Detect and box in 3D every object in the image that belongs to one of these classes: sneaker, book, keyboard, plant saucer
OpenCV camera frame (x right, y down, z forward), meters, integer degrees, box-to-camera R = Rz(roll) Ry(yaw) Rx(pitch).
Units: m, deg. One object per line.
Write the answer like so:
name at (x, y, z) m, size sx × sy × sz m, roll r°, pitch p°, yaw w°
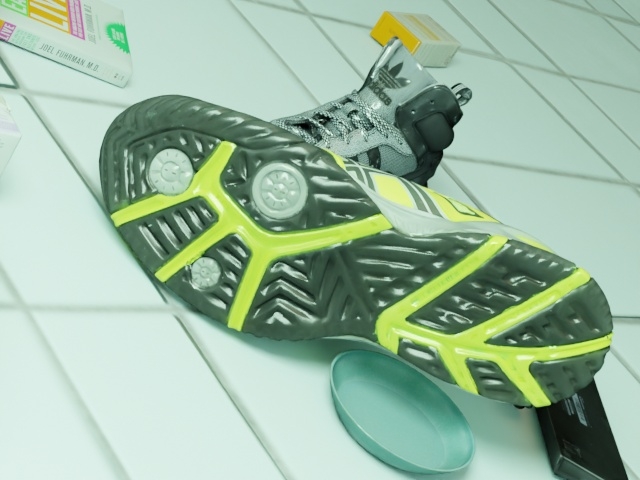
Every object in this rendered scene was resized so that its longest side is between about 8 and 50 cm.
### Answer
sneaker at (0.019, -0.098, 1.245) m, size 0.269 × 0.153 × 0.101 m, roll 2°, pitch 39°, yaw -48°
book at (-0.231, -0.186, 1.253) m, size 0.144 × 0.035 × 0.096 m, roll 20°, pitch 32°, yaw -29°
sneaker at (0.018, 0.011, 1.083) m, size 0.385 × 0.145 × 0.147 m, roll 26°, pitch 7°, yaw -1°
keyboard at (0.189, 0.133, 1.193) m, size 0.108 × 0.023 × 0.180 m, roll 32°, pitch 24°, yaw -20°
plant saucer at (0.053, 0.125, 1.045) m, size 0.119 × 0.021 × 0.119 m, roll 27°, pitch 26°, yaw -15°

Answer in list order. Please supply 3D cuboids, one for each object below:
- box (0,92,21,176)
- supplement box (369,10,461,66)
box at (-0.340, -0.086, 0.901) m, size 0.324 × 0.067 × 0.063 m, roll 9°, pitch 34°, yaw -40°
supplement box at (0.111, -0.233, 1.729) m, size 0.062 × 0.036 × 0.098 m, roll 45°, pitch 28°, yaw 24°
